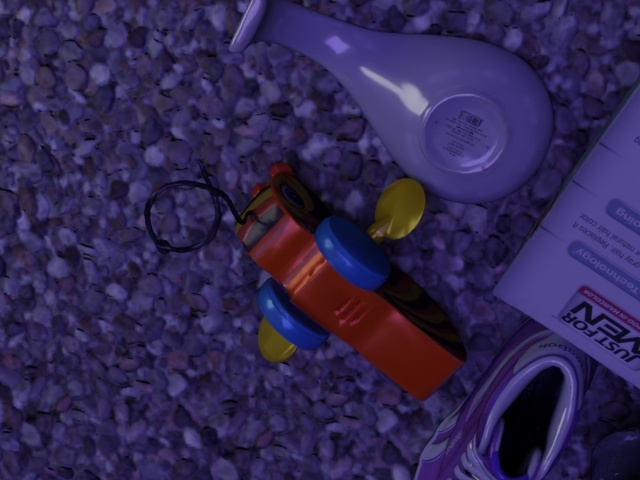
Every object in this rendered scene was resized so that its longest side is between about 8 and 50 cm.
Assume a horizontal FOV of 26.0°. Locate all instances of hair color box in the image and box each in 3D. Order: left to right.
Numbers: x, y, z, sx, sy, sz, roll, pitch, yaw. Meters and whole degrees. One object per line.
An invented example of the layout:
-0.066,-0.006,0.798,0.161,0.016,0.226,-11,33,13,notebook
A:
0.306,-0.061,1.019,0.185,0.113,0.374,34,125,5,hair color box

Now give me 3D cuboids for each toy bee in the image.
0.000,0.000,1.161,0.195,0.162,0.298,-26,121,11,toy bee

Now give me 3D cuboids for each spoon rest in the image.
0.063,-0.128,1.144,0.276,0.084,0.137,27,110,-7,spoon rest

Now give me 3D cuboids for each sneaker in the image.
0.135,0.191,1.151,0.102,0.161,0.282,25,111,6,sneaker

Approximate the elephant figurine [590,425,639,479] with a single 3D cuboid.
0.281,0.231,1.117,0.239,0.169,0.186,-18,104,14,elephant figurine
